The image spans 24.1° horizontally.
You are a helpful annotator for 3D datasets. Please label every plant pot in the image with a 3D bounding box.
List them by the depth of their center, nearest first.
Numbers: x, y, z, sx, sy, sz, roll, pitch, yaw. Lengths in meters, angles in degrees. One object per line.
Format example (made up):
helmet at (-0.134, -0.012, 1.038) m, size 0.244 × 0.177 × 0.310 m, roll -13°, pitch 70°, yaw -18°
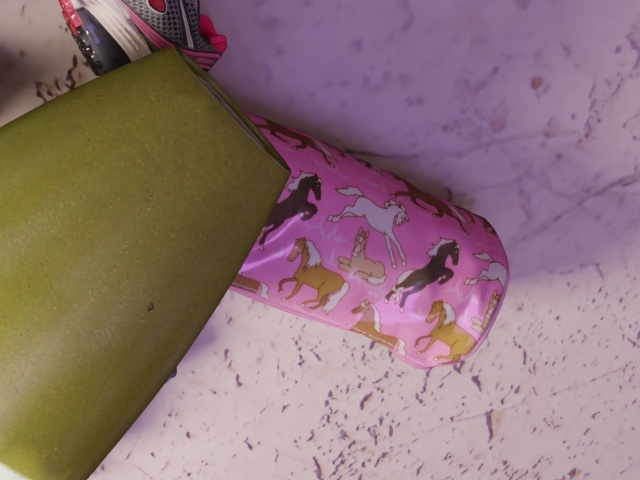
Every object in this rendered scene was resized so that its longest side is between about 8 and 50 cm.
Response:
plant pot at (-0.175, -0.005, 1.172) m, size 0.293 × 0.275 × 0.275 m, roll -43°, pitch 127°, yaw 5°

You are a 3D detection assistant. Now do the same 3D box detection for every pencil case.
pencil case at (0.000, 0.000, 1.423) m, size 0.386 × 0.160 × 0.167 m, roll 20°, pitch 121°, yaw -29°

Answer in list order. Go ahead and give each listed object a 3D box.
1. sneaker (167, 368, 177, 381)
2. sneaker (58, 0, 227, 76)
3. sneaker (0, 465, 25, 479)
sneaker at (-0.209, 0.150, 1.534) m, size 0.125 × 0.104 × 0.262 m, roll 5°, pitch 128°, yaw -20°
sneaker at (-0.167, -0.227, 1.191) m, size 0.112 × 0.121 × 0.299 m, roll -31°, pitch 145°, yaw -7°
sneaker at (-0.362, 0.188, 1.535) m, size 0.151 × 0.094 × 0.256 m, roll -2°, pitch 128°, yaw -9°
